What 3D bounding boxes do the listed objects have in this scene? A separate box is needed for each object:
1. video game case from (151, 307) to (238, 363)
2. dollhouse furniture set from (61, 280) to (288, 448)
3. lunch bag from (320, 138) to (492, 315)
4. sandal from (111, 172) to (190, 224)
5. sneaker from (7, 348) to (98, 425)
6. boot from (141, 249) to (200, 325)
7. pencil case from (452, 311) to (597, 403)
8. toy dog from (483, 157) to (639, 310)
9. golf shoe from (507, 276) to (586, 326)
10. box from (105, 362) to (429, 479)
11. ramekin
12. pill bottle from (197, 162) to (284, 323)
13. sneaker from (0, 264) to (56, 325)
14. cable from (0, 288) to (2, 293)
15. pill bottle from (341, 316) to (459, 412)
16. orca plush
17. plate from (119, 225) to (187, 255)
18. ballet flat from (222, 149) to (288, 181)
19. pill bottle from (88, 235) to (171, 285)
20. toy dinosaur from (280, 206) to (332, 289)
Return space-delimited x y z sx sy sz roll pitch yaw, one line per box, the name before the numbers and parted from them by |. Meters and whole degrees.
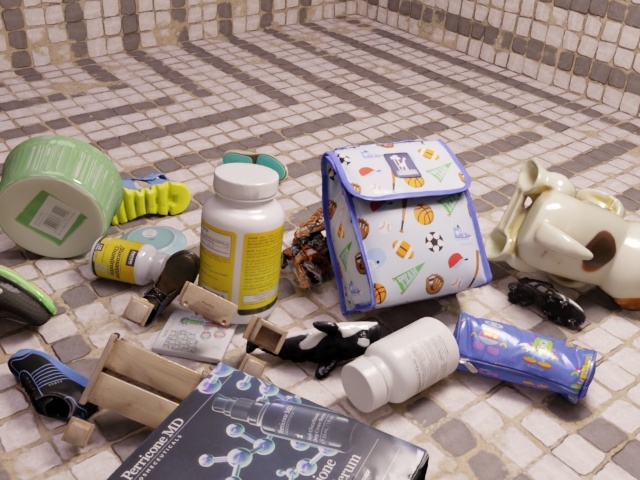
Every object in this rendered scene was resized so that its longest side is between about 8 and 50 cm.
video game case | -0.276 0.211 1.539 0.157 0.019 0.143 8 33 7
dollhouse furniture set | -0.276 0.270 1.353 0.303 0.356 0.174 26 -7 -8
lunch bag | 0.187 -0.046 1.618 0.327 0.386 0.239 -8 -9 -21
sandal | -0.540 -0.128 1.960 0.317 0.126 0.138 -3 29 -26
sneaker | -0.537 0.286 1.342 0.232 0.081 0.090 18 30 21
boot | -0.341 0.111 1.541 0.082 0.219 0.106 34 43 -10
pencil case | 0.418 0.249 1.452 0.306 0.119 0.133 15 38 16
toy dog | 0.674 -0.001 1.689 0.407 0.285 0.395 22 2 -6
golf shoe | 0.561 0.138 1.680 0.198 0.077 0.094 27 40 31
box | -0.075 0.415 1.067 0.395 0.212 0.293 17 36 22
ramekin | -0.662 -0.099 1.737 0.303 0.303 0.148 0 40 -5
pill bottle | -0.179 0.004 1.560 0.187 0.334 0.188 6 24 -3
sneaker | -0.817 0.154 1.480 0.482 0.185 0.202 4 63 -7
cable | -0.762 0.183 1.347 0.139 0.072 0.287 29 66 -7
pill bottle | 0.161 0.256 1.406 0.229 0.131 0.131 -21 40 -32
orca plush | -0.014 0.238 1.451 0.287 0.151 0.102 -1 65 -8
plate | -0.452 0.002 1.842 0.188 0.024 0.188 2 34 -1
ballet flat | -0.197 -0.244 2.206 0.248 0.086 0.086 19 36 24
pill bottle | -0.462 0.053 1.688 0.184 0.103 0.103 10 33 11
toy dinosaur | 0.000 0.000 1.787 0.218 0.164 0.322 -10 54 8
